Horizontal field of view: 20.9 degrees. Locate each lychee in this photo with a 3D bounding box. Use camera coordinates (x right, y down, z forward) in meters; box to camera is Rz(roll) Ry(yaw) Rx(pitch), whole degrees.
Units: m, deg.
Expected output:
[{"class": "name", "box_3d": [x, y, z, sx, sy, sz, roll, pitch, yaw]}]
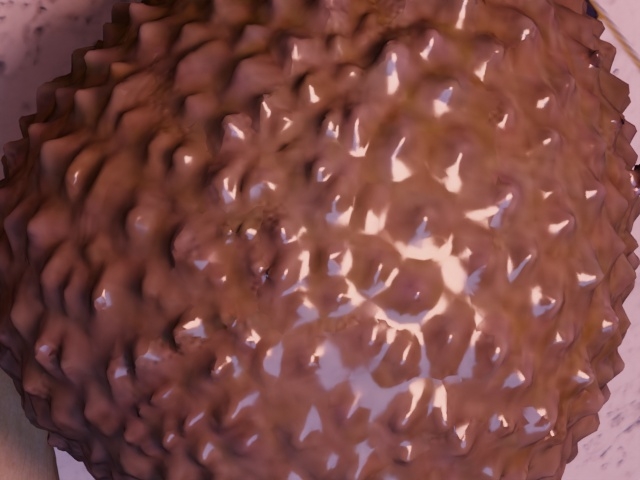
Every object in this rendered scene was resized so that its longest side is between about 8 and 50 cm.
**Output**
[{"class": "lychee", "box_3d": [0.000, 0.000, 0.992, 0.380, 0.380, 0.432, 26, 84, -37]}]

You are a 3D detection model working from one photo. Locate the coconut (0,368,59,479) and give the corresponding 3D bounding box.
[{"class": "coconut", "box_3d": [-0.249, 0.150, 1.051, 0.237, 0.237, 0.197, -48, 134, 8]}]
